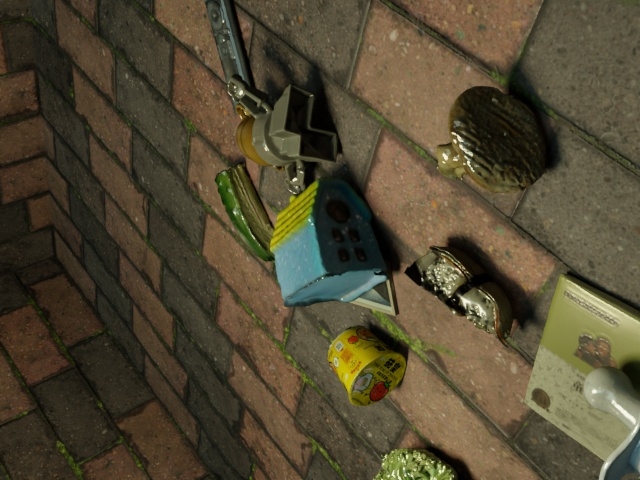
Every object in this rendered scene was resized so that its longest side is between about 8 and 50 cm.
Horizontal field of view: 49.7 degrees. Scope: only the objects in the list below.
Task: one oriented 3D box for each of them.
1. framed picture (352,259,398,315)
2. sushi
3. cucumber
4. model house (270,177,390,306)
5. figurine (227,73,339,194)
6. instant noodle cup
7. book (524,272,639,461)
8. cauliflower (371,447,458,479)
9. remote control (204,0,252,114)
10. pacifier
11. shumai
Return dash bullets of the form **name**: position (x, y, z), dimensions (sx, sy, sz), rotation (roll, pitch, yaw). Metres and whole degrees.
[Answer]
- **framed picture**: position (0.118, 0.110, 1.812), dimensions (0.203, 0.015, 0.150), rotation (12, 120, 50)
- **sushi**: position (0.320, 0.106, 1.462), dimensions (0.273, 0.134, 0.109), rotation (42, 109, 45)
- **cucumber**: position (-0.220, -0.062, 2.088), dimensions (0.145, 0.105, 0.325), rotation (-26, 91, 55)
- **model house**: position (0.000, 0.000, 1.734), dimensions (0.237, 0.215, 0.303), rotation (-37, 65, 52)
- **figurine**: position (-0.112, -0.269, 1.756), dimensions (0.285, 0.167, 0.343), rotation (-4, 103, 52)
- **instant noodle cup**: position (0.111, 0.322, 1.822), dimensions (0.144, 0.182, 0.182), rotation (44, 141, 41)
- **book**: position (0.528, 0.259, 1.339), dimensions (0.239, 0.035, 0.352), rotation (34, 135, 39)
- **cauliflower**: position (0.247, 0.678, 1.779), dimensions (0.275, 0.250, 0.272), rotation (-32, 86, 51)
- **remote control**: position (-0.251, -0.534, 1.891), dimensions (0.107, 0.044, 0.378), rotation (4, 114, 48)
- **pacifier**: position (0.554, 0.297, 1.179), dimensions (0.226, 0.238, 0.287), rotation (48, 124, 46)
- **shumai**: position (0.310, -0.178, 1.292), dimensions (0.209, 0.161, 0.153), rotation (42, 168, -5)
